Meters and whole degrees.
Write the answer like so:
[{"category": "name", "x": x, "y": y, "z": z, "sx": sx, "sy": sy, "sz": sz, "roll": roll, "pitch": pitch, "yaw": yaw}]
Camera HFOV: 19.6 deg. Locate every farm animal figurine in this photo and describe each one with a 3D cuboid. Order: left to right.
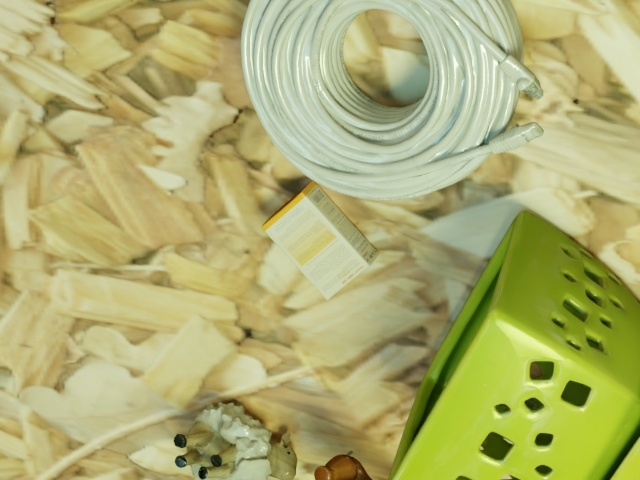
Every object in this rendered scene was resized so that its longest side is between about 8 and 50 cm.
[{"category": "farm animal figurine", "x": -0.007, "y": 0.352, "z": 1.880, "sx": 0.327, "sy": 0.172, "sz": 0.330, "roll": 14, "pitch": 103, "yaw": 34}]

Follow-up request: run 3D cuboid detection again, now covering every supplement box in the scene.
[{"category": "supplement box", "x": 0.000, "y": 0.000, "z": 1.802, "sx": 0.062, "sy": 0.036, "sz": 0.098, "roll": -39, "pitch": 95, "yaw": 29}]

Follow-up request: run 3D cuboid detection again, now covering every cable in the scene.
[{"category": "cable", "x": 0.058, "y": -0.163, "z": 1.684, "sx": 0.257, "sy": 0.089, "sz": 0.257, "roll": -28, "pitch": 99, "yaw": 28}]

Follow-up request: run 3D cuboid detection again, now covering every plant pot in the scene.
[{"category": "plant pot", "x": 0.210, "y": 0.145, "z": 1.686, "sx": 0.207, "sy": 0.228, "sz": 0.227, "roll": 28, "pitch": 118, "yaw": 0}]
